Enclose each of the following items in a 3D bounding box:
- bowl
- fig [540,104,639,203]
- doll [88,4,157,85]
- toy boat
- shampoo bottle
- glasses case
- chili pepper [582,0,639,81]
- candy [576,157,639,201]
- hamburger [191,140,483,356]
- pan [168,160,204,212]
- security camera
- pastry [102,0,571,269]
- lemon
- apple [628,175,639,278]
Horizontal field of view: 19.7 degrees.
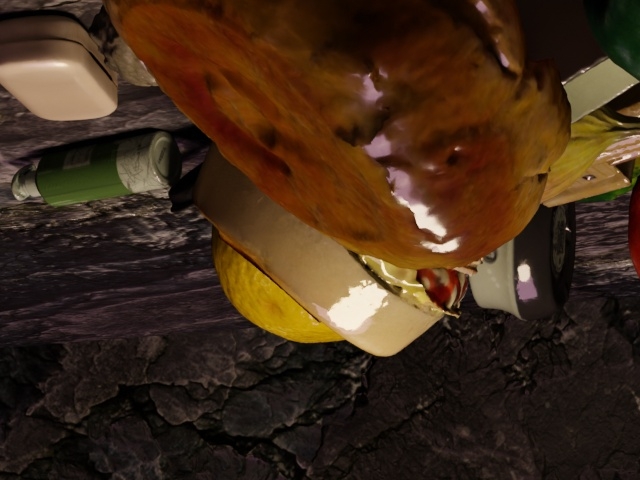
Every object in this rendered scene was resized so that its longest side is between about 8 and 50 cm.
[{"bbox_3d":[0.180,-0.157,1.379,0.211,0.112,0.211,-28,172,-4],"label":"bowl"},{"bbox_3d":[0.216,-0.119,1.688,0.231,0.143,0.160,-26,157,11],"label":"fig"},{"bbox_3d":[-0.027,-0.178,1.415,0.286,0.091,0.202,-16,159,15],"label":"doll"},{"bbox_3d":[0.251,-0.096,1.820,0.321,0.089,0.121,-13,135,36],"label":"toy boat"},{"bbox_3d":[-0.247,-0.074,1.982,0.204,0.065,0.065,-9,169,30],"label":"shampoo bottle"},{"bbox_3d":[-0.228,-0.147,1.587,0.083,0.050,0.196,-6,170,3],"label":"glasses case"},{"bbox_3d":[0.226,-0.194,0.934,0.233,0.248,0.256,-12,176,-2],"label":"chili pepper"},{"bbox_3d":[0.314,-0.110,1.926,0.149,0.069,0.246,2,160,-22],"label":"candy"},{"bbox_3d":[0.024,-0.028,1.749,0.300,0.176,0.300,37,-171,-7],"label":"hamburger"},{"bbox_3d":[-0.125,-0.069,1.987,0.136,0.028,0.235,-37,-171,-23],"label":"pan"},{"bbox_3d":[0.150,-0.009,2.166,0.277,0.197,0.191,3,-173,19],"label":"security camera"},{"bbox_3d":[0.008,-0.120,1.222,0.356,0.164,0.356,38,168,10],"label":"pastry"},{"bbox_3d":[0.006,-0.002,1.998,0.228,0.228,0.253,6,168,-42],"label":"lemon"},{"bbox_3d":[0.465,-0.015,2.031,0.216,0.260,0.260,13,163,-31],"label":"apple"}]
